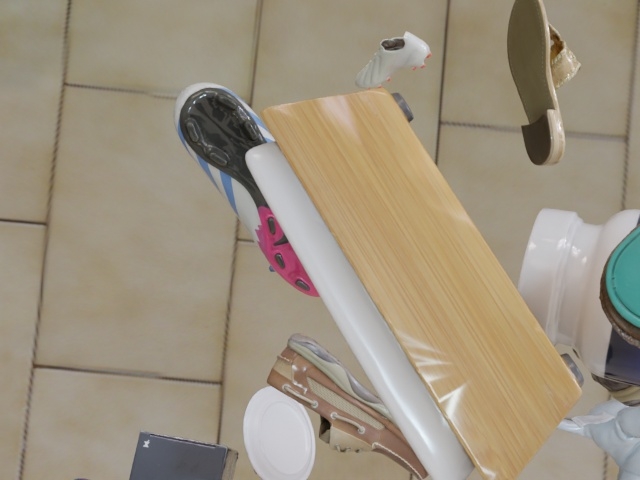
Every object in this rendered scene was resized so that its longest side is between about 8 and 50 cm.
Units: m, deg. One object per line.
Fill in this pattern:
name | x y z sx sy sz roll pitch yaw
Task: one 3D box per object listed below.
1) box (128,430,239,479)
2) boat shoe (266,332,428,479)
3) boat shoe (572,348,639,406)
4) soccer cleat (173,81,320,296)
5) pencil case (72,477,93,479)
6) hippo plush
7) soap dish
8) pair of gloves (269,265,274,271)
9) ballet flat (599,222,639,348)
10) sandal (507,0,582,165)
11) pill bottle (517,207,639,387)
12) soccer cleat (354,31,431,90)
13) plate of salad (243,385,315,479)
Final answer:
box | -0.233 0.399 1.539 0.153 0.207 0.108 10 75 4
boat shoe | 0.046 0.292 1.469 0.324 0.123 0.116 41 80 -3
boat shoe | 0.447 0.097 1.151 0.130 0.355 0.132 31 47 0
soccer cleat | -0.073 -0.074 1.182 0.116 0.143 0.331 -36 110 -3
pencil case | -0.184 0.283 0.865 0.152 0.064 0.070 14 109 21
hippo plush | 0.605 0.395 1.602 0.294 0.234 0.236 -12 84 -21
soap dish | 0.076 0.032 0.669 0.118 0.229 0.290 -33 79 6
pair of gloves | 0.000 0.000 1.473 0.159 0.198 0.023 -33 91 -25
ballet flat | 0.301 -0.009 0.437 0.316 0.106 0.107 -24 59 25
sandal | 0.314 -0.218 1.201 0.079 0.088 0.239 -2 82 -22
pill bottle | 0.308 0.056 0.759 0.265 0.153 0.153 13 87 22
soccer cleat | 0.126 -0.345 1.694 0.076 0.196 0.068 41 58 -25
plate of salad | -0.083 0.381 1.713 0.048 0.200 0.199 -22 86 35
